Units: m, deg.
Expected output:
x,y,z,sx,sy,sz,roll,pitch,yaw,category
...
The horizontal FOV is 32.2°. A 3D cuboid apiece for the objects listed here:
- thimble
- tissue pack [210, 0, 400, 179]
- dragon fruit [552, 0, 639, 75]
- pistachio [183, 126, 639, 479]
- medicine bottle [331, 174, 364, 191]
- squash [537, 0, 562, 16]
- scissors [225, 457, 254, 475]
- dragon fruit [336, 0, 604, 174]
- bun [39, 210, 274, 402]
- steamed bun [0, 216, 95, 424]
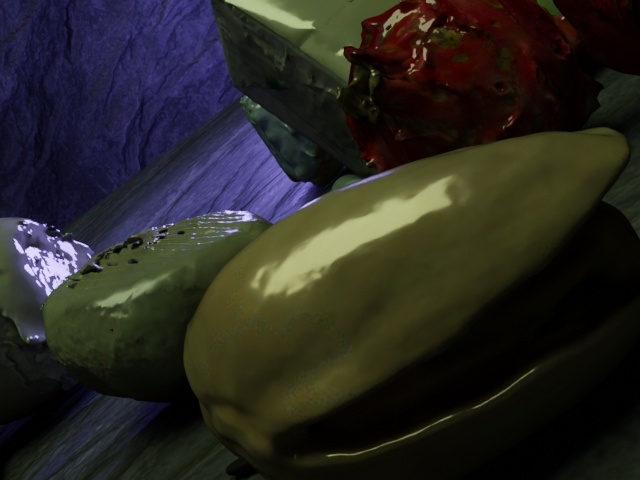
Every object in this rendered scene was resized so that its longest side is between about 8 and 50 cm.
x,y,z,sx,sy,sz,roll,pitch,yaw,category
0.026,-0.211,1.577,0.288,0.167,0.254,-45,14,-28,thimble
0.101,-0.284,1.338,0.380,0.297,0.207,-45,-25,-18,tissue pack
0.297,-0.242,0.887,0.241,0.241,0.252,-22,35,49,dragon fruit
0.058,0.046,0.661,0.299,0.187,0.187,-28,16,8,pistachio
0.042,-0.049,1.273,0.047,0.047,0.083,-39,15,-3,medicine bottle
0.312,-0.291,1.222,0.370,0.118,0.118,-43,15,-24,squash
0.008,0.137,0.845,0.220,0.017,0.088,-31,16,30,scissors
0.115,-0.126,0.969,0.268,0.205,0.210,-7,-47,-47,dragon fruit
-0.155,0.072,1.166,0.273,0.168,0.273,-24,15,7,bun
-0.450,0.136,1.510,0.312,0.233,0.334,-31,-26,21,steamed bun
